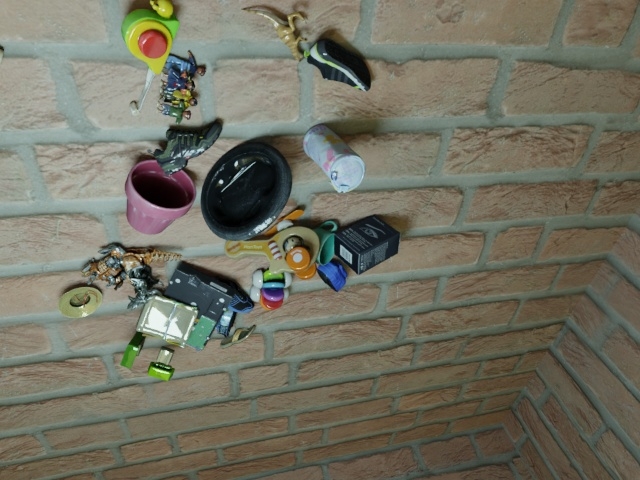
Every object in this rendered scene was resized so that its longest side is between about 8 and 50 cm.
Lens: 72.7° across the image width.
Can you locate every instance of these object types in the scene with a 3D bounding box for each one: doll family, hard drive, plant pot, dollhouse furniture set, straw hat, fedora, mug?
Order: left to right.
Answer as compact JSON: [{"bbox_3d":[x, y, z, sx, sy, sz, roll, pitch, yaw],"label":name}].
[{"bbox_3d":[-0.875,0.209,1.579,0.145,0.061,0.144,-20,132,-24],"label":"straw hat"},{"bbox_3d":[-0.514,-0.120,1.354,0.201,0.201,0.180,18,136,-29],"label":"plant pot"},{"bbox_3d":[-0.607,0.351,1.675,0.198,0.151,0.301,22,91,-11],"label":"dollhouse furniture set"},{"bbox_3d":[-0.386,-0.425,1.212,0.112,0.076,0.192,10,121,-18],"label":"doll family"},{"bbox_3d":[-0.499,0.266,1.685,0.237,0.064,0.338,28,118,-8],"label":"hard drive"},{"bbox_3d":[-0.217,-0.145,1.405,0.334,0.334,0.152,-38,159,14],"label":"fedora"},{"bbox_3d":[-0.002,0.009,1.657,0.157,0.098,0.129,-49,148,-34],"label":"mug"}]

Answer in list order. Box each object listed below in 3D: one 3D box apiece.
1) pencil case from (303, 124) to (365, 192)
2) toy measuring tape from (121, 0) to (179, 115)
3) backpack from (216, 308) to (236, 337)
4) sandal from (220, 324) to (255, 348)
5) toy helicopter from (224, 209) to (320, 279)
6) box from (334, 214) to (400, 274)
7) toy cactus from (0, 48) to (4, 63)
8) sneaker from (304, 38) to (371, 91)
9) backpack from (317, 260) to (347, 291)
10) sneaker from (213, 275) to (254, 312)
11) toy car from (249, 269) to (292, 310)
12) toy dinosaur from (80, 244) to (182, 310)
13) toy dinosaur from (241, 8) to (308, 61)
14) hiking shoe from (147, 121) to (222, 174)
[{"bbox_3d":[0.038,-0.258,1.349,0.114,0.273,0.124,-12,129,-17],"label":"pencil case"},{"bbox_3d":[-0.470,-0.474,1.122,0.121,0.121,0.330,20,127,-30],"label":"toy measuring tape"},{"bbox_3d":[-0.395,0.319,1.790,0.084,0.105,0.114,18,113,-5],"label":"backpack"},{"bbox_3d":[-0.369,0.418,1.909,0.180,0.072,0.049,-25,109,9],"label":"sandal"},{"bbox_3d":[-0.176,0.011,1.570,0.355,0.234,0.140,0,160,11],"label":"toy helicopter"},{"bbox_3d":[0.176,0.013,1.645,0.207,0.153,0.108,-25,135,-25],"label":"box"},{"bbox_3d":[-0.856,-0.471,1.021,0.181,0.112,0.218,13,115,-38],"label":"toy cactus"},{"bbox_3d":[0.052,-0.513,1.290,0.235,0.084,0.097,23,155,-38],"label":"sneaker"},{"bbox_3d":[0.046,0.131,1.782,0.101,0.098,0.120,-50,131,-14],"label":"backpack"},{"bbox_3d":[-0.347,0.215,1.734,0.232,0.081,0.090,30,121,-33],"label":"sneaker"},{"bbox_3d":[-0.193,0.202,1.734,0.159,0.136,0.181,2,127,-18],"label":"toy car"},{"bbox_3d":[-0.655,0.109,1.519,0.322,0.164,0.218,-7,116,16],"label":"toy dinosaur"},{"bbox_3d":[-0.098,-0.578,1.183,0.112,0.064,0.211,-39,128,16],"label":"toy dinosaur"},{"bbox_3d":[-0.400,-0.298,1.296,0.227,0.086,0.114,-40,106,-6],"label":"hiking shoe"}]
